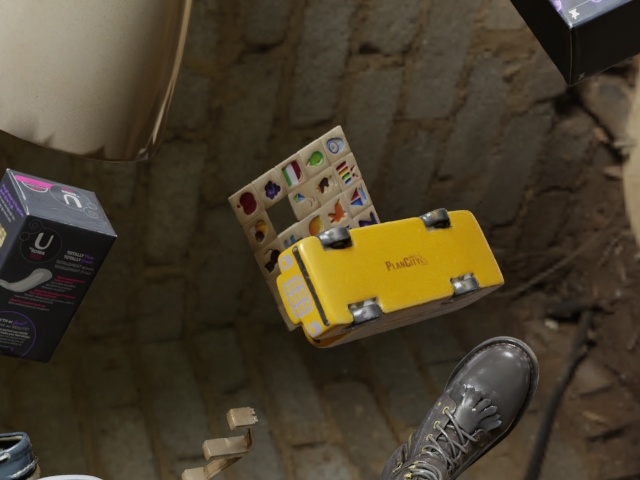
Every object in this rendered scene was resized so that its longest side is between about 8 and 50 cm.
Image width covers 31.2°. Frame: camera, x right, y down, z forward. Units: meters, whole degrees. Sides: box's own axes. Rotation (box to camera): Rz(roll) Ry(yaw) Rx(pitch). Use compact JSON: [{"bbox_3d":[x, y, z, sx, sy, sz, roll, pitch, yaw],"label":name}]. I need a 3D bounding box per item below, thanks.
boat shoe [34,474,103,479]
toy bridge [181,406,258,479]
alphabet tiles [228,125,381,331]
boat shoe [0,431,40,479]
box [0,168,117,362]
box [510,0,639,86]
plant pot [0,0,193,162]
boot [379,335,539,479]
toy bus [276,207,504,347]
[{"bbox_3d":[-0.336,0.323,1.158,0.094,0.302,0.109,-10,97,59],"label":"boat shoe"},{"bbox_3d":[-0.124,0.275,1.508,0.188,0.063,0.026,-55,48,43],"label":"toy bridge"},{"bbox_3d":[0.000,0.000,1.492,0.009,0.198,0.237,5,124,52],"label":"alphabet tiles"},{"bbox_3d":[-0.501,0.293,1.514,0.095,0.254,0.079,-73,-20,-62],"label":"boat shoe"},{"bbox_3d":[-0.476,0.045,1.870,0.270,0.165,0.143,-58,41,20],"label":"box"},{"bbox_3d":[0.319,-0.297,1.139,0.184,0.261,0.103,63,177,28],"label":"box"},{"bbox_3d":[-0.221,-0.257,1.105,0.274,0.256,0.256,-63,31,19],"label":"plant pot"},{"bbox_3d":[0.123,0.225,1.164,0.263,0.091,0.229,-54,-9,15],"label":"boot"},{"bbox_3d":[0.077,0.043,1.334,0.130,0.332,0.108,-33,75,42],"label":"toy bus"}]
